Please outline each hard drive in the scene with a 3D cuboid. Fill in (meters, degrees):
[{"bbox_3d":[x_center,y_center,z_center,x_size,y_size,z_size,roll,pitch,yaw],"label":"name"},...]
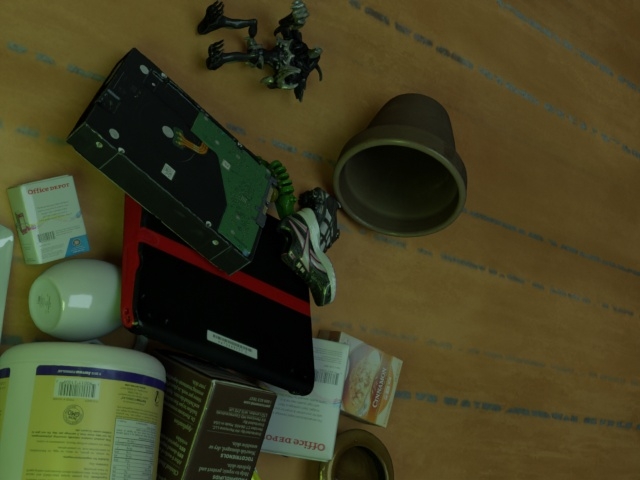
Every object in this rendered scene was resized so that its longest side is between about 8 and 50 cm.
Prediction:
[{"bbox_3d":[-0.226,-0.128,1.436,0.339,0.064,0.237,41,36,-23],"label":"hard drive"}]

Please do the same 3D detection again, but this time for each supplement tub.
[{"bbox_3d":[-0.348,0.323,1.238,0.241,0.241,0.331,17,67,-40],"label":"supplement tub"}]

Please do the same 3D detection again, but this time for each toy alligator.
[{"bbox_3d":[-0.067,-0.083,1.621,0.056,0.051,0.189,-1,62,-55],"label":"toy alligator"}]

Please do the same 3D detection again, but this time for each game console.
[{"bbox_3d":[-0.163,0.061,1.480,0.386,0.060,0.342,27,45,-37],"label":"game console"}]

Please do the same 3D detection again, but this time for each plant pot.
[{"bbox_3d":[0.175,-0.174,1.781,0.263,0.263,0.229,47,42,-30],"label":"plant pot"}]

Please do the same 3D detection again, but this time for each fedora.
[{"bbox_3d":[0.057,0.462,1.729,0.194,0.079,0.194,7,79,-37],"label":"fedora"}]

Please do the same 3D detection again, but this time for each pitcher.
[{"bbox_3d":[-0.342,0.113,1.373,0.207,0.125,0.177,-4,102,-53],"label":"pitcher"}]

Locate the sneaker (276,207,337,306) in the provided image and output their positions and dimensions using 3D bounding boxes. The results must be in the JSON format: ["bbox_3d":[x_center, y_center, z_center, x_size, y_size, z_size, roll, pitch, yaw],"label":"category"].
[{"bbox_3d":[-0.032,0.036,1.571,0.077,0.072,0.178,-15,81,-27],"label":"sneaker"}]

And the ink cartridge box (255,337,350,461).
[{"bbox_3d":[-0.043,0.282,1.602,0.154,0.093,0.212,11,76,-9],"label":"ink cartridge box"}]

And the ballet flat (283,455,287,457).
[{"bbox_3d":[-0.060,0.347,1.660,0.041,0.041,0.114,30,67,-37],"label":"ballet flat"}]

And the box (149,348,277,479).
[{"bbox_3d":[-0.221,0.381,1.366,0.143,0.191,0.381,22,85,-40],"label":"box"}]

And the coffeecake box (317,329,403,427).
[{"bbox_3d":[0.065,0.275,1.754,0.185,0.068,0.142,29,70,-37],"label":"coffeecake box"}]

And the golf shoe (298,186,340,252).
[{"bbox_3d":[0.000,0.000,1.707,0.094,0.077,0.198,19,76,-40],"label":"golf shoe"}]

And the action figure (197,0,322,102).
[{"bbox_3d":[-0.079,-0.347,1.615,0.276,0.141,0.164,2,85,-39],"label":"action figure"}]

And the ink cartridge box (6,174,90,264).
[{"bbox_3d":[-0.415,-0.033,1.351,0.088,0.052,0.122,-18,101,-42],"label":"ink cartridge box"}]

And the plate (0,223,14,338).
[{"bbox_3d":[-0.530,0.079,1.175,0.278,0.045,0.277,38,51,-63],"label":"plate"}]

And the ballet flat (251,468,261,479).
[{"bbox_3d":[-0.161,0.379,1.547,0.231,0.077,0.077,61,30,-12],"label":"ballet flat"}]
